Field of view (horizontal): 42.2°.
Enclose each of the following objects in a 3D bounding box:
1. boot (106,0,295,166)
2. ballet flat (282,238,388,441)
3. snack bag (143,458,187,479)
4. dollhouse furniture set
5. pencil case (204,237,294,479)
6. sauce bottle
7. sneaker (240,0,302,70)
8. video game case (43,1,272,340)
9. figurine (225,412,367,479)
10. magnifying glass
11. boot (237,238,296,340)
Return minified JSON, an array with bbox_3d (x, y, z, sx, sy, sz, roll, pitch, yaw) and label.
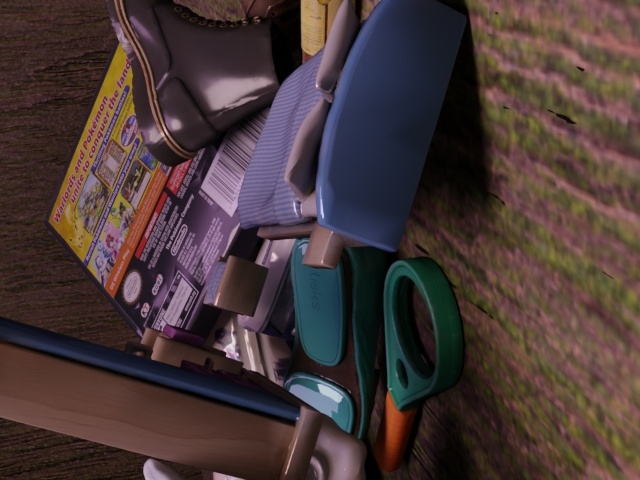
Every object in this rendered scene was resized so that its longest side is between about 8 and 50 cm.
[{"bbox_3d":[-0.093,-0.175,0.683,0.077,0.137,0.198,6,-116,-64],"label":"boot"},{"bbox_3d":[0.018,0.095,0.674,0.083,0.087,0.247,20,118,34],"label":"ballet flat"},{"bbox_3d":[0.058,0.288,0.409,0.342,0.037,0.323,35,161,47],"label":"snack bag"},{"bbox_3d":[-0.089,-0.037,0.538,0.286,0.198,0.303,1,71,71],"label":"dollhouse furniture set"},{"bbox_3d":[-0.055,0.140,0.819,0.183,0.159,0.410,48,-154,-74],"label":"pencil case"},{"bbox_3d":[0.005,-0.149,0.620,0.042,0.042,0.128,-118,24,-46],"label":"sauce bottle"},{"bbox_3d":[-0.031,-0.185,0.719,0.071,0.066,0.188,56,164,8],"label":"sneaker"},{"bbox_3d":[-0.145,-0.061,0.777,0.248,0.035,0.275,41,114,31],"label":"video game case"},{"bbox_3d":[0.033,0.241,0.596,0.215,0.092,0.209,34,151,21],"label":"figurine"},{"bbox_3d":[0.065,0.105,0.626,0.231,0.026,0.092,94,158,-46],"label":"magnifying glass"},{"bbox_3d":[0.000,0.000,0.719,0.069,0.086,0.190,-122,52,-68],"label":"boot"}]
